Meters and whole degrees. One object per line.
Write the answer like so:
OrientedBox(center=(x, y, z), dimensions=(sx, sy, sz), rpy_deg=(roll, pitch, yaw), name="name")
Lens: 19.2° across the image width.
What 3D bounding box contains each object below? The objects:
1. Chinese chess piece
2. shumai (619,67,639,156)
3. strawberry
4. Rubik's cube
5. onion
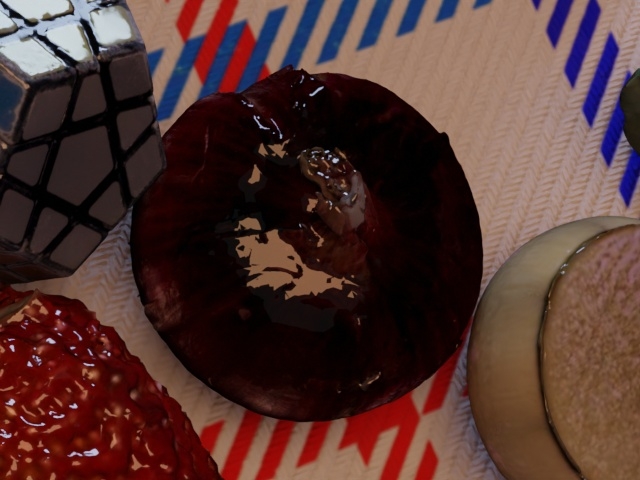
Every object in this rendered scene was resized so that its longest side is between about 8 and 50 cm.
OrientedBox(center=(0.253, 0.113, 1.637), dimensions=(0.270, 0.112, 0.270), rpy_deg=(4, 83, -34), name="Chinese chess piece")
OrientedBox(center=(0.409, -0.046, 1.706), dimensions=(0.288, 0.330, 0.292), rpy_deg=(5, 39, 9), name="shumai")
OrientedBox(center=(-0.202, 0.197, 1.504), dimensions=(0.343, 0.292, 0.292), rpy_deg=(36, 70, -27), name="strawberry")
OrientedBox(center=(-0.275, -0.111, 1.510), dimensions=(0.319, 0.264, 0.319), rpy_deg=(2, 101, 12), name="Rubik's cube")
OrientedBox(center=(0.000, 0.000, 1.584), dimensions=(0.314, 0.232, 0.314), rpy_deg=(5, 77, -20), name="onion")
